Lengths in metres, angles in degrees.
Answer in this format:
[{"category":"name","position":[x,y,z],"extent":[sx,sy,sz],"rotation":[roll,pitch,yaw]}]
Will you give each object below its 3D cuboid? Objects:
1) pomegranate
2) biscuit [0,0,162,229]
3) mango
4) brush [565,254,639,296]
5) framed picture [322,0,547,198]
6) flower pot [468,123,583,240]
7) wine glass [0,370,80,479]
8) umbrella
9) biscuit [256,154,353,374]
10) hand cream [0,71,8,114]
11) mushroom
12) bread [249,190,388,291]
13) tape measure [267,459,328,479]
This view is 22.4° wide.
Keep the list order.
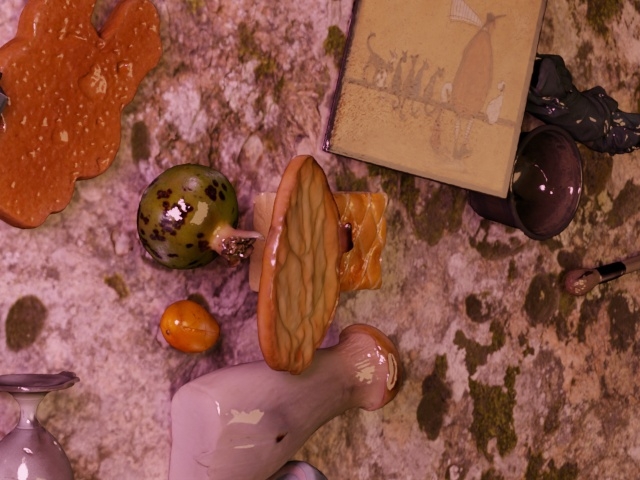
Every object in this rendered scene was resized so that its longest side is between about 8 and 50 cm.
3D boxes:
[{"category":"pomegranate","position":[-0.130,-0.018,1.785],"extent":[0.122,0.161,0.122],"rotation":[-46,152,-34]},{"category":"biscuit","position":[-0.275,-0.154,1.698],"extent":[0.186,0.044,0.295],"rotation":[40,66,-36]},{"category":"mango","position":[-0.146,0.100,1.854],"extent":[0.089,0.046,0.060],"rotation":[16,83,-49]},{"category":"brush","position":[0.465,0.038,2.465],"extent":[0.299,0.039,0.042],"rotation":[-15,105,-44]},{"category":"framed picture","position":[0.156,-0.244,2.057],"extent":[0.255,0.014,0.339],"rotation":[15,83,-17]},{"category":"flower pot","position":[0.271,-0.084,2.208],"extent":[0.157,0.107,0.157],"rotation":[-9,103,-41]},{"category":"wine glass","position":[-0.302,0.248,1.680],"extent":[0.103,0.103,0.222],"rotation":[-3,97,-45]},{"category":"umbrella","position":[0.316,-0.202,2.213],"extent":[0.348,0.143,0.094],"rotation":[21,88,-37]},{"category":"biscuit","position":[-0.023,0.028,1.834],"extent":[0.203,0.041,0.260],"rotation":[-33,127,-56]},{"category":"hand cream","position":[-0.385,-0.066,1.577],"extent":[0.075,0.052,0.248],"rotation":[38,77,-24]},{"category":"mushroom","position":[-0.042,0.199,1.940],"extent":[0.328,0.122,0.159],"rotation":[-19,144,-41]},{"category":"bread","position":[0.001,0.000,1.972],"extent":[0.188,0.068,0.125],"rotation":[-1,96,-45]},{"category":"tape measure","position":[-0.007,0.354,1.980],"extent":[0.104,0.107,0.180],"rotation":[-53,125,-31]}]
